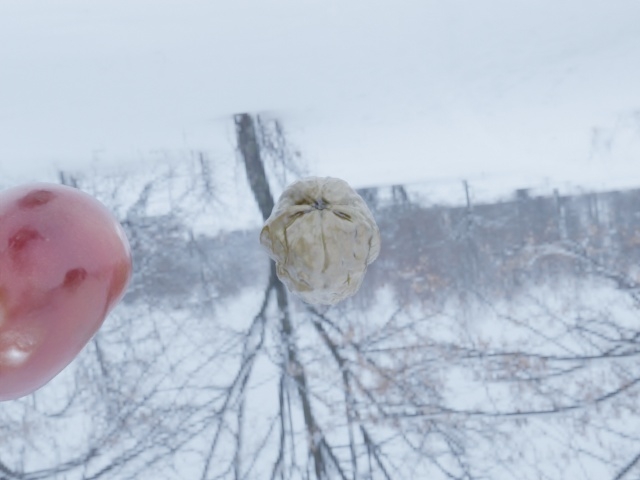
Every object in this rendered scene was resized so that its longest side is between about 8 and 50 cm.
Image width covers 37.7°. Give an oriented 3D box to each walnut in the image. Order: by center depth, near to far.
[{"bbox_3d":[0.000,0.000,0.637,0.082,0.079,0.096,0,153,2],"label":"walnut"}]

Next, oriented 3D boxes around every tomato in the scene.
[{"bbox_3d":[-0.245,0.037,0.762,0.195,0.136,0.195,-37,-165,12],"label":"tomato"}]
